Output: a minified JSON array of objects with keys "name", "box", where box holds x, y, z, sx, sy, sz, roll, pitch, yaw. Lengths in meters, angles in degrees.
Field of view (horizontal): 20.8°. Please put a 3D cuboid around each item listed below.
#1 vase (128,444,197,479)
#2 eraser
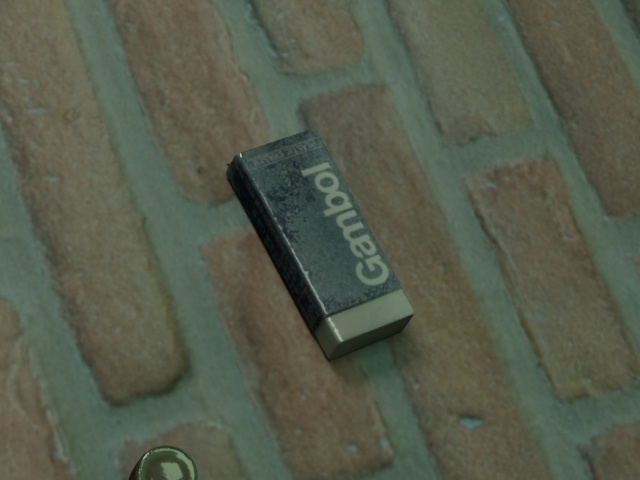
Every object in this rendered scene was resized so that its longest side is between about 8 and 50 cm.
[{"name":"vase","box":[-0.138,0.210,1.453,0.053,0.101,0.053,8,62,-15]},{"name":"eraser","box":[0.000,0.000,1.638,0.092,0.046,0.212,-21,71,-26]}]
